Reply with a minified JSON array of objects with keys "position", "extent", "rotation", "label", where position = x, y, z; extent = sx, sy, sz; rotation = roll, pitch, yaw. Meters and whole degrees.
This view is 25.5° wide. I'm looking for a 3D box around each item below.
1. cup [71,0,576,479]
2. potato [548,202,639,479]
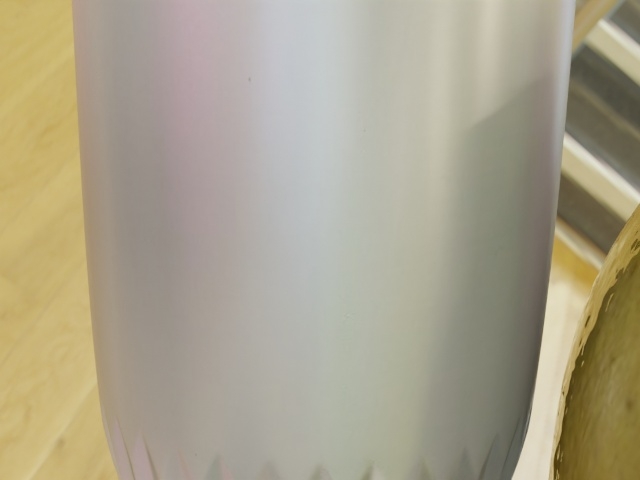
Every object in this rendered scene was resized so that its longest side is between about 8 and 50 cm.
[{"position":[0.000,0.000,0.749],"extent":[0.253,0.372,0.253],"rotation":[1,16,0],"label":"cup"},{"position":[0.318,0.072,0.726],"extent":[0.385,0.320,0.442],"rotation":[9,17,23],"label":"potato"}]
